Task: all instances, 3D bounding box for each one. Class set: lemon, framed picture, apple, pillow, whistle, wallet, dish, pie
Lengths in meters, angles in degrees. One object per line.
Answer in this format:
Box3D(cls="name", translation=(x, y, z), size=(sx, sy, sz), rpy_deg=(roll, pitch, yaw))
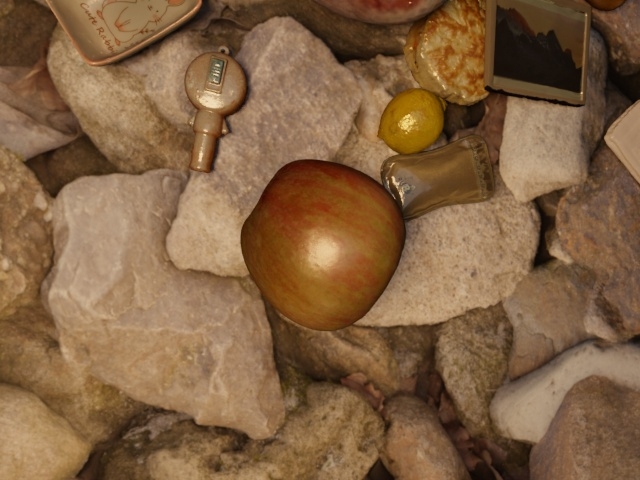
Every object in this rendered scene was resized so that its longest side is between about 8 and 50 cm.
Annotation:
Box3D(cls="lemon", translation=(0.163, -0.210, 0.739), size=(0.133, 0.109, 0.109), rpy_deg=(-28, 96, 7))
Box3D(cls="framed picture", translation=(0.401, -0.354, 0.768), size=(0.265, 0.018, 0.193), rpy_deg=(-2, 95, -25))
Box3D(cls="apple", translation=(0.000, 0.000, 0.659), size=(0.233, 0.257, 0.257), rpy_deg=(36, 88, -5))
Box3D(cls="pillow", translation=(0.222, -0.118, 0.789), size=(0.217, 0.033, 0.130), rpy_deg=(-14, 95, -6))
Box3D(cls="whistle", translation=(-0.188, -0.227, 0.722), size=(0.107, 0.057, 0.220), rpy_deg=(13, 93, -8))
Box3D(cls="wallet", translation=(0.664, -0.184, 0.842), size=(0.124, 0.032, 0.183), rpy_deg=(-44, 98, -1))
Box3D(cls="dish", translation=(-0.313, -0.385, 0.688), size=(0.212, 0.077, 0.151), rpy_deg=(-32, 95, -4))
Box3D(cls="pie", translation=(0.248, -0.347, 0.754), size=(0.178, 0.084, 0.205), rpy_deg=(30, 85, -17))

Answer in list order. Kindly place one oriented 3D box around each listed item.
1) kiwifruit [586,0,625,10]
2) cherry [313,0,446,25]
Box3D(cls="kiwifruit", translation=(0.526, -0.488, 0.788), size=(0.124, 0.075, 0.075), rpy_deg=(41, 88, -4))
Box3D(cls="cherry", translation=(0.103, -0.498, 0.627), size=(0.326, 0.291, 0.335), rpy_deg=(42, 73, 15))
